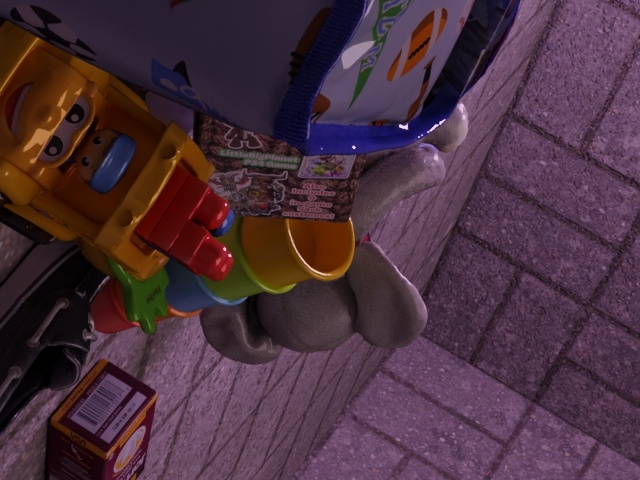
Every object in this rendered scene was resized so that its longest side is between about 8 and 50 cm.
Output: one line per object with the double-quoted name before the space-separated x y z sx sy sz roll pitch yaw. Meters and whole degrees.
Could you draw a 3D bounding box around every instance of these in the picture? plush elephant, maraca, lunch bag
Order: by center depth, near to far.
"lunch bag" -0.054 -0.205 0.855 0.239 0.328 0.385 -62 167 8
"maraca" -0.170 -0.010 1.324 0.127 0.099 0.185 -53 132 -67
"plush elephant" 0.000 0.000 1.578 0.330 0.272 0.255 -39 126 -57

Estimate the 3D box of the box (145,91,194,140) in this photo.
"box" -0.161 -0.030 1.507 0.063 0.067 0.324 -54 167 -27

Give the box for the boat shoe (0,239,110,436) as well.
"boat shoe" -0.249 0.087 1.329 0.301 0.102 0.108 -49 165 -43

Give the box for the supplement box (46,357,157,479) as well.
"supplement box" -0.258 0.239 1.741 0.104 0.081 0.188 -51 167 -36

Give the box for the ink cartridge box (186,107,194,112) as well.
"ink cartridge box" -0.059 -0.191 1.557 0.275 0.060 0.239 -52 -168 -31

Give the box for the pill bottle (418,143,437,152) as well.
"pill bottle" 0.081 -0.208 1.767 0.152 0.152 0.272 9 91 -78

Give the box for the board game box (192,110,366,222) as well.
"board game box" -0.026 -0.191 1.225 0.291 0.141 0.232 104 -12 -56

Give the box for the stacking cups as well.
"stacking cups" -0.114 0.021 1.424 0.316 0.096 0.096 -15 -157 41

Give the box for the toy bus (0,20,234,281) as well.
"toy bus" -0.157 -0.050 1.104 0.149 0.211 0.220 -56 167 -7

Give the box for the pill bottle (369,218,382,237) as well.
"pill bottle" 0.016 -0.075 1.918 0.278 0.162 0.162 -56 168 -20
